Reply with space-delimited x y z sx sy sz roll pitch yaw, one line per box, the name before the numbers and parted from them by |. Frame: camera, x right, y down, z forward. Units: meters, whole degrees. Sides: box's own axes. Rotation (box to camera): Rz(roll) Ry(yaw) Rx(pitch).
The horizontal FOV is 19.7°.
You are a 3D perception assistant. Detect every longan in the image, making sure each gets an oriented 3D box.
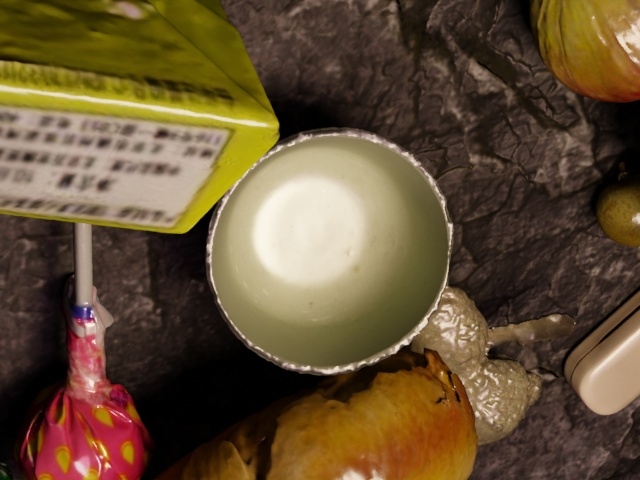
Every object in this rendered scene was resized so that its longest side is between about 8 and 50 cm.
longan | 0.298 -0.035 1.762 0.075 0.075 0.083 -20 86 -14

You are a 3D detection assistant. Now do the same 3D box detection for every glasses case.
glasses case | 0.336 0.094 1.871 0.196 0.050 0.083 -41 128 3

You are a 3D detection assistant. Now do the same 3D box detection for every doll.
doll | 0.106 0.085 1.735 0.286 0.091 0.202 32 111 -28

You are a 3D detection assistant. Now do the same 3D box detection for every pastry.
pastry | -0.014 0.223 1.646 0.356 0.164 0.356 -32 173 -5

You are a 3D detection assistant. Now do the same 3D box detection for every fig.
fig | 0.224 -0.220 1.559 0.231 0.143 0.160 36 109 -18

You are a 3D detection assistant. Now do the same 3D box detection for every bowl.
bowl | 0.000 0.000 1.574 0.211 0.112 0.211 -2 102 -10

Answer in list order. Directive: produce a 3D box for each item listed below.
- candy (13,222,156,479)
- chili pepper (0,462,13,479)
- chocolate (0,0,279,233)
candy | -0.202 0.072 1.551 0.124 0.124 0.365 -10 119 -21
chili pepper | -0.356 0.267 1.515 0.257 0.248 0.233 -41 121 -5
chocolate | -0.215 -0.142 1.286 0.301 0.288 0.137 6 129 -30
